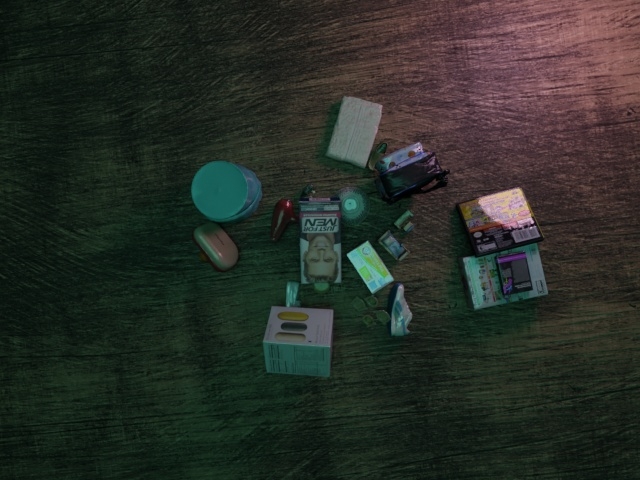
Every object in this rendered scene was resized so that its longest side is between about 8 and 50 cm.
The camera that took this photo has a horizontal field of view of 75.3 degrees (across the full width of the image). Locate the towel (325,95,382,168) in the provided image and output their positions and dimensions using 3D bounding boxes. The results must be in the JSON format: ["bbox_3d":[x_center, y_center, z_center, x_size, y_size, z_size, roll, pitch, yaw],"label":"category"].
[{"bbox_3d":[0.146,-0.469,1.786,0.187,0.049,0.282,18,94,5],"label":"towel"}]

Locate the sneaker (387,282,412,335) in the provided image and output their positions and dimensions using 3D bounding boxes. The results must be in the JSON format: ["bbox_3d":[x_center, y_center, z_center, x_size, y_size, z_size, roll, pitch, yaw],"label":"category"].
[{"bbox_3d":[0.341,0.295,1.777,0.092,0.087,0.228,2,96,-6],"label":"sneaker"}]

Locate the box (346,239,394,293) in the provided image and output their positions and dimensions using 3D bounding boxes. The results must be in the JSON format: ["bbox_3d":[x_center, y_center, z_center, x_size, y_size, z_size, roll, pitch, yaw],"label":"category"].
[{"bbox_3d":[0.209,0.109,1.765,0.114,0.103,0.203,-34,89,4],"label":"box"}]

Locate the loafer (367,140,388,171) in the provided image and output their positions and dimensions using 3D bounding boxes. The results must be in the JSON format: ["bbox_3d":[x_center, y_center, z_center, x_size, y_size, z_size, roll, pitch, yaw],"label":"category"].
[{"bbox_3d":[0.245,-0.365,1.778,0.056,0.050,0.148,25,93,3],"label":"loafer"}]

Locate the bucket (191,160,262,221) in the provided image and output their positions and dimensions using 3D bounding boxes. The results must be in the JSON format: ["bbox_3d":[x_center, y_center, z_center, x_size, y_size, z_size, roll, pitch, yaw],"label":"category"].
[{"bbox_3d":[-0.400,-0.204,1.764,0.281,0.183,0.281,0,92,6],"label":"bucket"}]

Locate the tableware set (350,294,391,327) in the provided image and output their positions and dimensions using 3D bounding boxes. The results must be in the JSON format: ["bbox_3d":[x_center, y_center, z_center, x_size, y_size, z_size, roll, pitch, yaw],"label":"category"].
[{"bbox_3d":[0.214,0.301,1.778,0.141,0.020,0.168,-30,96,41],"label":"tableware set"}]

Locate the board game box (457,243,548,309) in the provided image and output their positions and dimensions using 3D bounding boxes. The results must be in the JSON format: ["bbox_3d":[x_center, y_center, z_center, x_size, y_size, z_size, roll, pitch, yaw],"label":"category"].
[{"bbox_3d":[0.755,0.147,1.731,0.304,0.097,0.223,-12,89,3],"label":"board game box"}]

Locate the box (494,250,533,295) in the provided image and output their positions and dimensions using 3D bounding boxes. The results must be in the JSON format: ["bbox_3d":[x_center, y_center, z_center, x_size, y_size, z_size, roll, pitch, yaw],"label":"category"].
[{"bbox_3d":[0.777,0.132,1.668,0.116,0.029,0.162,-11,89,4],"label":"box"}]

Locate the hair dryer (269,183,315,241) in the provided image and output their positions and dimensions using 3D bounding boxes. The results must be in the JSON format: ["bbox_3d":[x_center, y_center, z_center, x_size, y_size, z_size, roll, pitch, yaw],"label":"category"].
[{"bbox_3d":[-0.105,-0.094,1.779,0.294,0.080,0.223,-34,73,7],"label":"hair dryer"}]

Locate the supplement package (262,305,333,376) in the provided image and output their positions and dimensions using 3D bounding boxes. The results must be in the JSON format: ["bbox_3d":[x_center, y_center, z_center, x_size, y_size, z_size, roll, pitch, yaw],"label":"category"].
[{"bbox_3d":[-0.083,0.414,1.711,0.263,0.199,0.198,3,127,4],"label":"supplement package"}]

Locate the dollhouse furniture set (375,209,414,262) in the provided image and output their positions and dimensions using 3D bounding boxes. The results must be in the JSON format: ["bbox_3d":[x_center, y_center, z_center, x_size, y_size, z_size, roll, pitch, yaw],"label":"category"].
[{"bbox_3d":[0.344,-0.020,1.740,0.184,0.129,0.129,-45,88,4],"label":"dollhouse furniture set"}]

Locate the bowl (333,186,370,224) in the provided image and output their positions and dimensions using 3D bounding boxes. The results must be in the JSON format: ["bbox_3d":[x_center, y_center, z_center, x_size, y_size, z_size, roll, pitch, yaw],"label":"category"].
[{"bbox_3d":[0.128,-0.151,1.778,0.170,0.080,0.170,0,91,5],"label":"bowl"}]

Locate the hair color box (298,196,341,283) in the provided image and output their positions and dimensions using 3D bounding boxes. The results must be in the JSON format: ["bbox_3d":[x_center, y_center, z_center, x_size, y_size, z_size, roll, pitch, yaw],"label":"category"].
[{"bbox_3d":[0.000,0.000,1.720,0.174,0.105,0.347,-2,104,0],"label":"hair color box"}]

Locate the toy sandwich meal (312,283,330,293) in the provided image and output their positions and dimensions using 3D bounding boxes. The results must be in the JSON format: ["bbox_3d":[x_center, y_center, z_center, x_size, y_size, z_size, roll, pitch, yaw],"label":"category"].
[{"bbox_3d":[0.004,0.192,1.822,0.086,0.029,0.085,0,95,5],"label":"toy sandwich meal"}]

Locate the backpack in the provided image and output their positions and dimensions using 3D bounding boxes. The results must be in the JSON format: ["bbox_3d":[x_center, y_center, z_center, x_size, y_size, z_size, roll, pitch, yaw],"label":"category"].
[{"bbox_3d":[0.333,-0.257,1.670,0.277,0.263,0.213,-20,83,-3],"label":"backpack"}]

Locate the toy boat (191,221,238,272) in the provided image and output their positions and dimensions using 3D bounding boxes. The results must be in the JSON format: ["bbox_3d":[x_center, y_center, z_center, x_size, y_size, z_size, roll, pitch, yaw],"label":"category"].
[{"bbox_3d":[-0.474,0.043,1.814,0.151,0.151,0.231,-40,87,34],"label":"toy boat"}]

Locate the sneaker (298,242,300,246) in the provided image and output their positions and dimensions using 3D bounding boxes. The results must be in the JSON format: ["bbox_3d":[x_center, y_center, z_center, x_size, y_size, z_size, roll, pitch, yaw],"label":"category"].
[{"bbox_3d":[-0.024,-0.022,1.811,0.161,0.057,0.075,-21,72,6],"label":"sneaker"}]

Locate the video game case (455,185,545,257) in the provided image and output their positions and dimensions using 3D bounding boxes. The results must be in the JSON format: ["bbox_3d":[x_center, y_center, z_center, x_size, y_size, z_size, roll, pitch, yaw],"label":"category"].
[{"bbox_3d":[0.735,-0.078,1.712,0.275,0.035,0.248,-15,67,5],"label":"video game case"}]

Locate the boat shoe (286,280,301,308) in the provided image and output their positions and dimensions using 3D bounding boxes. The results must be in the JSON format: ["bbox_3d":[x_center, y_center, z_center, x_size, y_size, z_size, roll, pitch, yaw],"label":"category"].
[{"bbox_3d":[-0.116,0.270,1.819,0.063,0.066,0.184,0,82,5],"label":"boat shoe"}]
